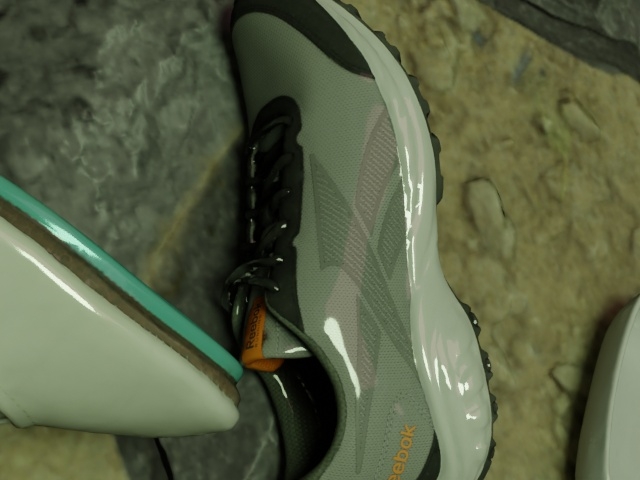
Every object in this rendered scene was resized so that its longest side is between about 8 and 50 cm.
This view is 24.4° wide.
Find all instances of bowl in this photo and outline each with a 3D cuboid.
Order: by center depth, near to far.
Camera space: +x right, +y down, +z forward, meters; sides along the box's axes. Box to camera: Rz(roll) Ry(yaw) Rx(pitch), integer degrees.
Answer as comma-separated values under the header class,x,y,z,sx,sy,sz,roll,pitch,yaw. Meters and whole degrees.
class,x,y,z,sx,sy,sz,roll,pitch,yaw
bowl,0.201,0.113,0.828,0.142,0.053,0.142,31,58,-21

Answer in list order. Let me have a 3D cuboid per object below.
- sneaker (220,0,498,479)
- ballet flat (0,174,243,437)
class,x,y,z,sx,sy,sz,roll,pitch,yaw
sneaker,0.000,0.000,0.712,0.108,0.100,0.272,-10,79,-30
ballet flat,-0.216,-0.018,0.573,0.400,0.139,0.139,40,56,-10
